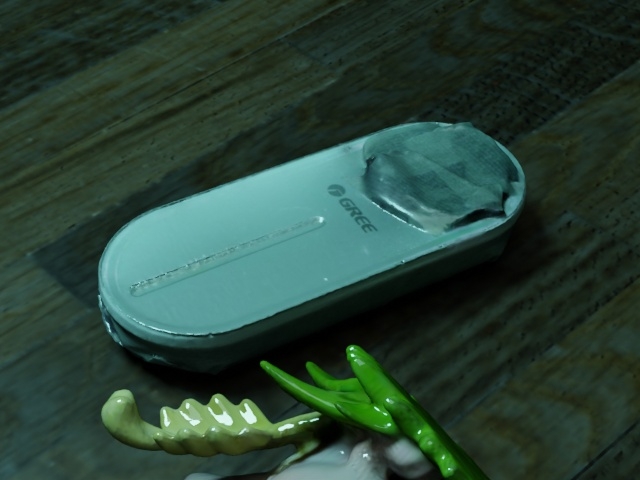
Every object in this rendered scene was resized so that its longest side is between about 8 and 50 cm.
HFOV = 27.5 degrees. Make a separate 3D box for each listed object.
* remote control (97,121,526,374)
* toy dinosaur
[{"bbox_3d":[0.000,0.000,0.708,0.247,0.052,0.104,-20,47,-21],"label":"remote control"},{"bbox_3d":[-0.002,0.149,0.518,0.177,0.152,0.194,-41,57,0],"label":"toy dinosaur"}]
